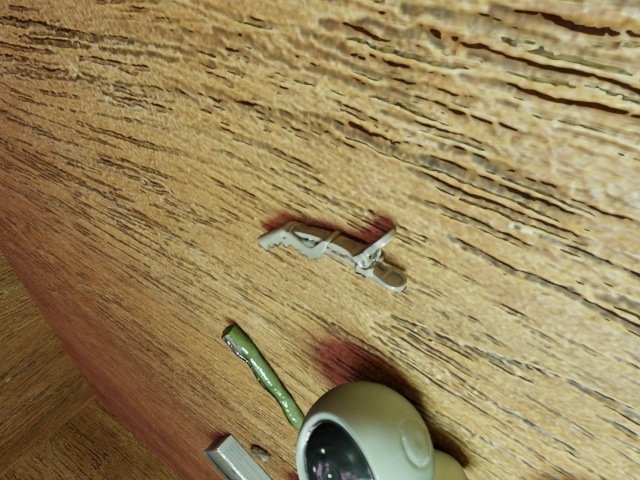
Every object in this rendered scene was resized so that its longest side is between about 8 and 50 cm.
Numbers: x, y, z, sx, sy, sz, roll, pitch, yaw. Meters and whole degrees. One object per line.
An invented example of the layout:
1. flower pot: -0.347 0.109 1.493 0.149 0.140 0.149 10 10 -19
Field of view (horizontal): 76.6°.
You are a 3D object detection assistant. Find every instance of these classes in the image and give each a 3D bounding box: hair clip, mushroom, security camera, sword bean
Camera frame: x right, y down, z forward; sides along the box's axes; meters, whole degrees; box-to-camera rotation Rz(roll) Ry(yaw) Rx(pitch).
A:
1. hair clip: 0.000 0.000 0.494 0.226 0.034 0.072 16 128 36
2. mushroom: -0.177 0.621 1.181 0.101 0.019 0.049 -17 110 49
3. security camera: 0.078 0.308 0.564 0.236 0.195 0.195 56 141 -2
4. sword bean: -0.110 0.283 0.826 0.043 0.038 0.269 -21 107 43

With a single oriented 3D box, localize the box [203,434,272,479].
1. box: -0.231 0.800 1.342 0.343 0.065 0.200 47 141 2
